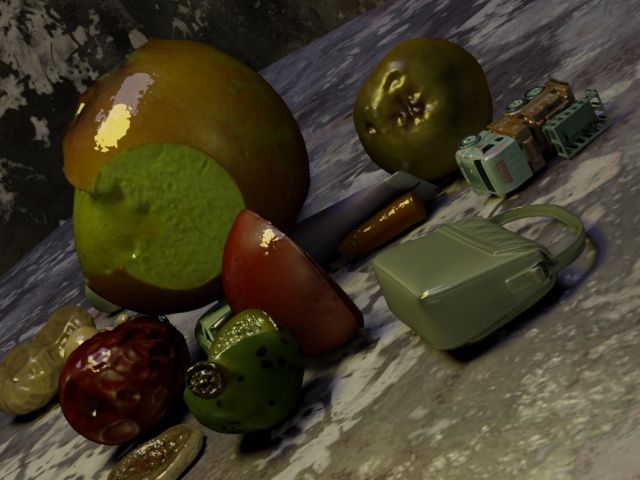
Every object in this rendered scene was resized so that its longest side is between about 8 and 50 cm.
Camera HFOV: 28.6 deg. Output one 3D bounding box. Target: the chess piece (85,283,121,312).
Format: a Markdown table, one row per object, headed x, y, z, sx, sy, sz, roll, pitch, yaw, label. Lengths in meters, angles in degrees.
| x | y | z | sx | sy | sz | roll | pitch | yaw | label |
| --- | --- | --- | --- | --- | --- | --- | --- | --- | --- |
| -0.377 | 0.047 | 2.490 | 0.133 | 0.133 | 0.243 | -22 | 27 | 44 | chess piece |

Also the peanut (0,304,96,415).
| x | y | z | sx | sy | sz | roll | pitch | yaw | label |
| --- | --- | --- | --- | --- | --- | --- | --- | --- | --- |
| -0.480 | 0.209 | 2.196 | 0.233 | 0.110 | 0.196 | -44 | 12 | -29 | peanut |

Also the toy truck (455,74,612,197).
| x | y | z | sx | sy | sz | roll | pitch | yaw | label |
| --- | --- | --- | --- | --- | --- | --- | --- | --- | --- |
| 0.273 | -0.129 | 1.626 | 0.177 | 0.080 | 0.115 | -37 | 24 | -13 | toy truck |

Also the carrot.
| x | y | z | sx | sy | sz | roll | pitch | yaw | label |
| --- | --- | --- | --- | --- | --- | --- | --- | --- | --- |
| 0.085 | -0.016 | 1.761 | 0.139 | 0.048 | 0.048 | -34 | 14 | 20 | carrot |

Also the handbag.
| x | y | z | sx | sy | sz | roll | pitch | yaw | label |
| --- | --- | --- | --- | --- | --- | --- | --- | --- | --- |
| 0.182 | 0.025 | 1.365 | 0.219 | 0.079 | 0.256 | -26 | 14 | -5 | handbag |

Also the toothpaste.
| x | y | z | sx | sy | sz | roll | pitch | yaw | label |
| --- | --- | --- | --- | --- | --- | --- | --- | --- | --- |
| 0.000 | 0.000 | 1.831 | 0.371 | 0.080 | 0.125 | -28 | -26 | 27 | toothpaste |

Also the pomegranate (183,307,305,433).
| x | y | z | sx | sy | sz | roll | pitch | yaw | label |
| --- | --- | --- | --- | --- | --- | --- | --- | --- | --- |
| -0.083 | 0.160 | 1.416 | 0.143 | 0.122 | 0.169 | -40 | 6 | 12 | pomegranate |

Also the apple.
| x | y | z | sx | sy | sz | roll | pitch | yaw | label |
| --- | --- | --- | --- | --- | --- | --- | --- | --- | --- |
| -0.212 | -0.095 | 1.777 | 0.384 | 0.374 | 0.374 | -46 | 17 | -18 | apple |

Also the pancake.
| x | y | z | sx | sy | sz | roll | pitch | yaw | label |
| --- | --- | --- | --- | --- | --- | --- | --- | --- | --- |
| -0.206 | 0.275 | 1.534 | 0.151 | 0.025 | 0.151 | -33 | 16 | 11 | pancake |

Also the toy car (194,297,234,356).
| x | y | z | sx | sy | sz | roll | pitch | yaw | label |
| --- | --- | --- | --- | --- | --- | --- | --- | --- | --- |
| -0.115 | 0.125 | 1.704 | 0.090 | 0.076 | 0.224 | -37 | 14 | -13 | toy car |

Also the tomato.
| x | y | z | sx | sy | sz | roll | pitch | yaw | label |
| --- | --- | --- | --- | --- | --- | --- | --- | --- | --- |
| -0.058 | 0.064 | 1.535 | 0.112 | 0.199 | 0.228 | -45 | 12 | -12 | tomato |

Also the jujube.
| x | y | z | sx | sy | sz | roll | pitch | yaw | label |
| --- | --- | --- | --- | --- | --- | --- | --- | --- | --- |
| -0.263 | 0.185 | 1.714 | 0.155 | 0.155 | 0.230 | -31 | 9 | 18 | jujube |

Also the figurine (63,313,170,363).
| x | y | z | sx | sy | sz | roll | pitch | yaw | label |
| --- | --- | --- | --- | --- | --- | --- | --- | --- | --- |
| -0.320 | 0.167 | 2.010 | 0.196 | 0.114 | 0.108 | -34 | -14 | -41 | figurine |

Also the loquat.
| x | y | z | sx | sy | sz | roll | pitch | yaw | label |
| --- | --- | --- | --- | --- | --- | --- | --- | --- | --- |
| 0.160 | -0.190 | 1.855 | 0.213 | 0.213 | 0.246 | -31 | -10 | 18 | loquat |
